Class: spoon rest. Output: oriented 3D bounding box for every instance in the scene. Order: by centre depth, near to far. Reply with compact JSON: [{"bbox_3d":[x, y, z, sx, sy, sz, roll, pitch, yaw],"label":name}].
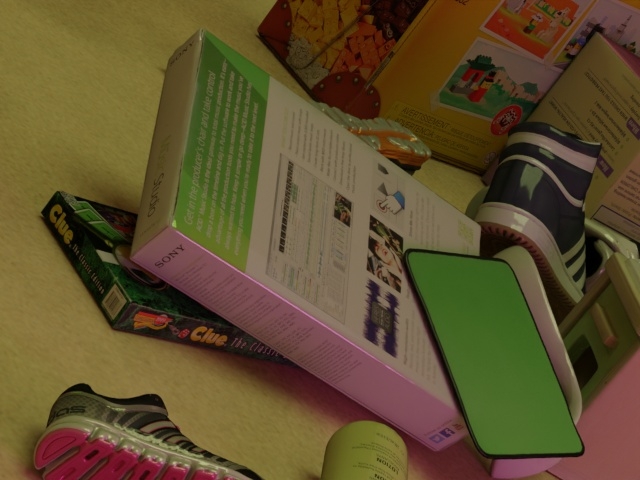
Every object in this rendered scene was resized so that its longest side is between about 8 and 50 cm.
[{"bbox_3d":[0.180,0.112,1.606,0.084,0.137,0.276,10,32,-8],"label":"spoon rest"}]

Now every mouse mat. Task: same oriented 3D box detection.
[{"bbox_3d":[0.144,0.093,1.472,0.153,0.007,0.189,7,57,-48],"label":"mouse mat"}]

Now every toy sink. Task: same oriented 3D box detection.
[{"bbox_3d":[0.300,0.109,1.639,0.131,0.234,0.153,32,20,-18],"label":"toy sink"}]

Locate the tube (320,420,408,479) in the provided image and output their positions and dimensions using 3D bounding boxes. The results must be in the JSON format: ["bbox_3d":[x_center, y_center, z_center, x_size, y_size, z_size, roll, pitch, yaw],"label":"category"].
[{"bbox_3d":[0.026,0.204,1.182,0.070,0.062,0.240,-2,24,7],"label":"tube"}]

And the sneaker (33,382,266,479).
[{"bbox_3d":[-0.097,0.134,1.101,0.170,0.063,0.074,24,28,-23],"label":"sneaker"}]

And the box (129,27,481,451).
[{"bbox_3d":[0.000,0.000,1.437,0.322,0.058,0.232,35,38,-27],"label":"box"}]

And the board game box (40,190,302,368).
[{"bbox_3d":[-0.091,0.038,1.410,0.260,0.030,0.136,17,30,-48],"label":"board game box"}]

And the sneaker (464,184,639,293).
[{"bbox_3d":[0.316,0.050,1.962,0.331,0.122,0.146,25,2,-10],"label":"sneaker"}]

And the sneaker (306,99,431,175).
[{"bbox_3d":[0.025,-0.084,1.847,0.215,0.083,0.084,11,32,-45],"label":"sneaker"}]

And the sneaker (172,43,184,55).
[{"bbox_3d":[-0.097,-0.150,1.815,0.134,0.051,0.070,40,12,-6],"label":"sneaker"}]

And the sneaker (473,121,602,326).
[{"bbox_3d":[0.233,-0.014,1.811,0.099,0.153,0.282,12,-20,23],"label":"sneaker"}]

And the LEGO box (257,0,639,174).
[{"bbox_3d":[0.227,-0.291,2.257,0.500,0.372,0.193,16,28,-50],"label":"LEGO box"}]

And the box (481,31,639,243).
[{"bbox_3d":[0.348,-0.093,2.208,0.117,0.243,0.213,26,21,-33],"label":"box"}]
